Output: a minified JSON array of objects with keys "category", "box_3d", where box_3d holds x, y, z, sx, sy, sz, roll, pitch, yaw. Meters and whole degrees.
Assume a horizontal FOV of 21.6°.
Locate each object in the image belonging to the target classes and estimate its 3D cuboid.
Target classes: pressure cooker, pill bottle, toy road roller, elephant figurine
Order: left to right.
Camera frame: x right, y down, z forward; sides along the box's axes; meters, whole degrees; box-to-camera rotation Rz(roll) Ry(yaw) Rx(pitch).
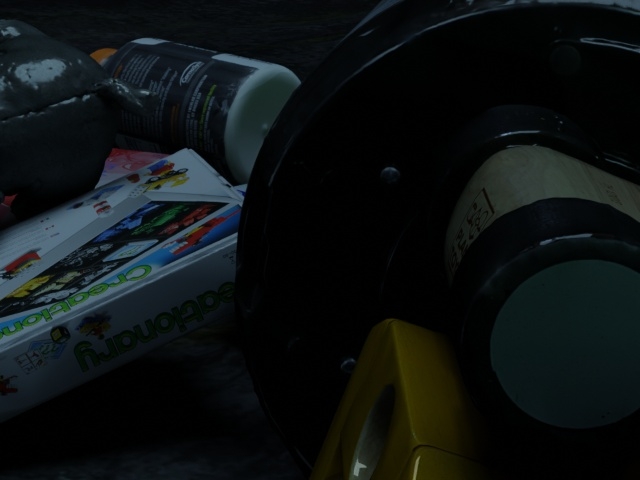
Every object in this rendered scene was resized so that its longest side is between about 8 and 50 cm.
[{"category":"elephant figurine","box_3d":[-0.275,-0.069,1.190,0.239,0.186,0.169,-12,49,-41]},{"category":"pill bottle","box_3d":[-0.142,-0.137,1.721,0.246,0.130,0.130,17,23,37]},{"category":"pressure cooker","box_3d":[0.166,-0.024,1.029,0.370,0.375,0.420,3,19,11]},{"category":"toy road roller","box_3d":[0.126,0.117,0.752,0.241,0.329,0.202,22,17,-9]}]

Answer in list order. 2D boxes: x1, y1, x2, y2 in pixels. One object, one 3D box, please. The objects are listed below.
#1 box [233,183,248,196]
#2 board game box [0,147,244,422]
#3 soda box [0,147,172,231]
[{"category":"box","box_3d":[0.000,0.000,1.267,0.137,0.072,0.126,-14,26,-39]},{"category":"board game box","box_3d":[-0.190,0.042,1.124,0.305,0.053,0.193,-25,25,-11]},{"category":"soda box","box_3d":[-0.213,-0.008,1.393,0.092,0.083,0.263,8,19,16]}]
